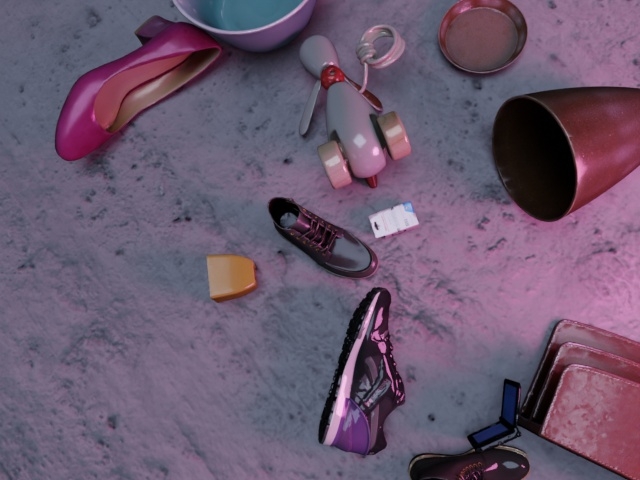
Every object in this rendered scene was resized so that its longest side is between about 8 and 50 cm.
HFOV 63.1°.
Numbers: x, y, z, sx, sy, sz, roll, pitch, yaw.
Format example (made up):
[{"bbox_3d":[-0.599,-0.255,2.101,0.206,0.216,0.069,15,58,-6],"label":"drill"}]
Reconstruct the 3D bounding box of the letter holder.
[{"bbox_3d":[0.500,0.261,0.800,0.301,0.152,0.215,24,82,12],"label":"letter holder"}]

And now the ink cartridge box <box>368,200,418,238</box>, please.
[{"bbox_3d":[0.136,-0.036,0.974,0.083,0.028,0.048,-19,77,5],"label":"ink cartridge box"}]

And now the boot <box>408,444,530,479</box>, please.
[{"bbox_3d":[0.241,0.378,0.822,0.197,0.137,0.077,-12,78,6],"label":"boot"}]

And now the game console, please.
[{"bbox_3d":[0.279,0.281,0.843,0.107,0.122,0.071,-26,76,4],"label":"game console"}]

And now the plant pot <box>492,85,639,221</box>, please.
[{"bbox_3d":[0.452,-0.169,0.877,0.230,0.215,0.215,-19,76,-9],"label":"plant pot"}]

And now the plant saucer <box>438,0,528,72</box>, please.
[{"bbox_3d":[0.315,-0.399,1.018,0.168,0.029,0.169,-1,80,8],"label":"plant saucer"}]

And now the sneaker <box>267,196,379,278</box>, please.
[{"bbox_3d":[0.000,0.000,0.942,0.222,0.118,0.083,27,84,13],"label":"sneaker"}]

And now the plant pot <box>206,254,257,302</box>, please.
[{"bbox_3d":[-0.163,0.068,0.976,0.083,0.081,0.081,-7,78,-4],"label":"plant pot"}]

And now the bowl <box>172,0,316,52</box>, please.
[{"bbox_3d":[-0.130,-0.507,1.038,0.311,0.163,0.312,-1,80,8],"label":"bowl"}]

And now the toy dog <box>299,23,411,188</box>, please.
[{"bbox_3d":[0.058,-0.228,0.986,0.220,0.161,0.334,-3,64,11],"label":"toy dog"}]

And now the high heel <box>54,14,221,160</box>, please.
[{"bbox_3d":[-0.368,-0.295,1.046,0.181,0.127,0.377,28,81,23],"label":"high heel"}]

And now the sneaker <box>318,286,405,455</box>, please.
[{"bbox_3d":[0.095,0.227,0.908,0.124,0.107,0.283,18,86,-3],"label":"sneaker"}]
